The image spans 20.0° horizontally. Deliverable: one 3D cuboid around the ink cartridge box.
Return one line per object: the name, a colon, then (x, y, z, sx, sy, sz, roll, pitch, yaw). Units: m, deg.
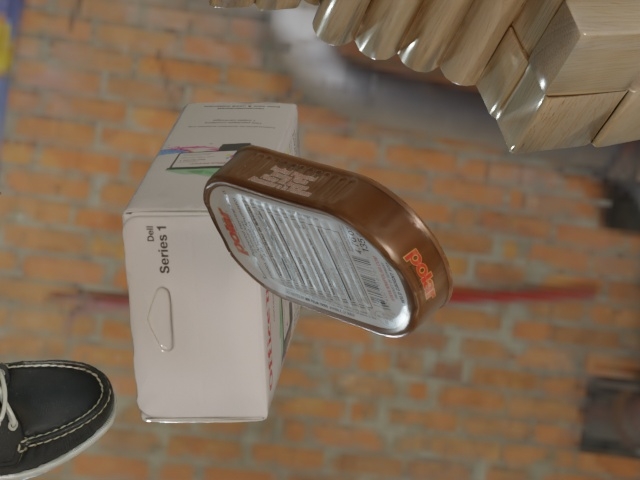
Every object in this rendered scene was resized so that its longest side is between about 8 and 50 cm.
ink cartridge box: (-0.088, 0.014, 1.638, 0.117, 0.201, 0.278, 0, -157, 8)

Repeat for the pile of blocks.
pile of blocks: (0.013, -0.167, 0.785, 0.362, 0.149, 0.112, 24, 142, -4)

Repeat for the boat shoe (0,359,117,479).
boat shoe: (-0.328, 0.165, 1.652, 0.302, 0.114, 0.091, -16, 155, -21)

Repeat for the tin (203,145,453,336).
tin: (0.000, 0.000, 1.110, 0.040, 0.106, 0.190, -39, -145, -28)
